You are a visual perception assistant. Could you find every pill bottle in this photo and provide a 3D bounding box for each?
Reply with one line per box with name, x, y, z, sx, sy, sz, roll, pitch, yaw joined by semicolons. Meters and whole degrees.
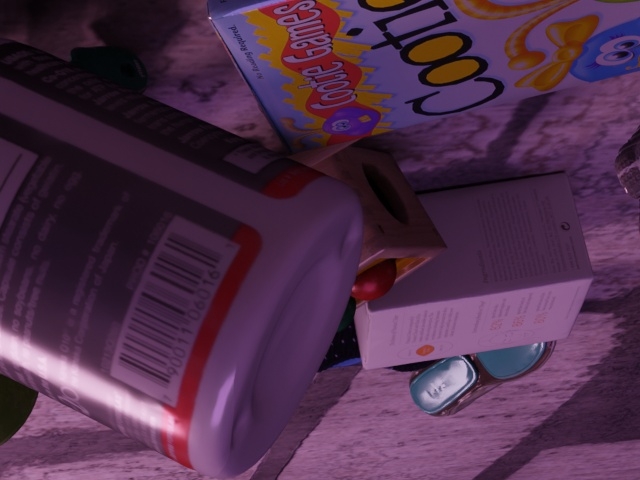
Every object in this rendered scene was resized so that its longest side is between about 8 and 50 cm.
pill bottle;-0.135;-0.007;0.772;0.283;0.161;0.161;24;161;14

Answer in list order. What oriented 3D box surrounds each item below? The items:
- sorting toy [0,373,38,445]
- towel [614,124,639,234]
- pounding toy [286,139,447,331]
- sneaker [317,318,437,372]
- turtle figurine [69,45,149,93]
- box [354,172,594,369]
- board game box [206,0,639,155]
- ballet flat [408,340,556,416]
sorting toy;-0.297;0.118;1.199;0.365;0.127;0.126;-9;168;1
towel;0.301;-0.091;0.816;0.235;0.121;0.283;-24;-171;33
pounding toy;0.005;-0.005;0.964;0.181;0.094;0.206;-34;167;19
sneaker;0.020;0.075;1.290;0.209;0.069;0.082;0;-171;-40
turtle figurine;-0.167;-0.017;0.940;0.175;0.118;0.234;41;133;-13
box;0.110;0.026;1.160;0.170;0.091;0.130;-8;157;-4
board game box;0.091;-0.158;0.679;0.275;0.144;0.142;-13;156;8
ballet flat;0.160;0.103;1.404;0.068;0.072;0.213;-26;171;-39
